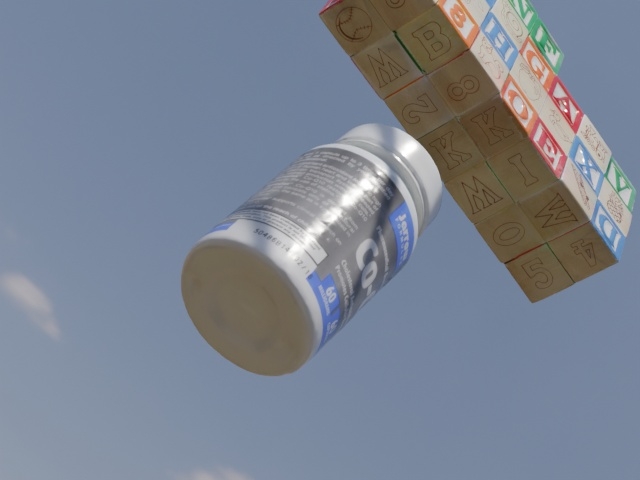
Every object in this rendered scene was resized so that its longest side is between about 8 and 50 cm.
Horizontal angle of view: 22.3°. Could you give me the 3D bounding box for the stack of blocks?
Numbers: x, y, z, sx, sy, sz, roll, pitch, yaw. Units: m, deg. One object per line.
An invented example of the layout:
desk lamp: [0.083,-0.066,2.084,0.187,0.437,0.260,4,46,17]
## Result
stack of blocks: [0.140,-0.118,1.326,0.087,0.171,0.297,-29,-74,30]

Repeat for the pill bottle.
pill bottle: [0.000,0.000,0.800,0.078,0.137,0.078,20,-50,26]
